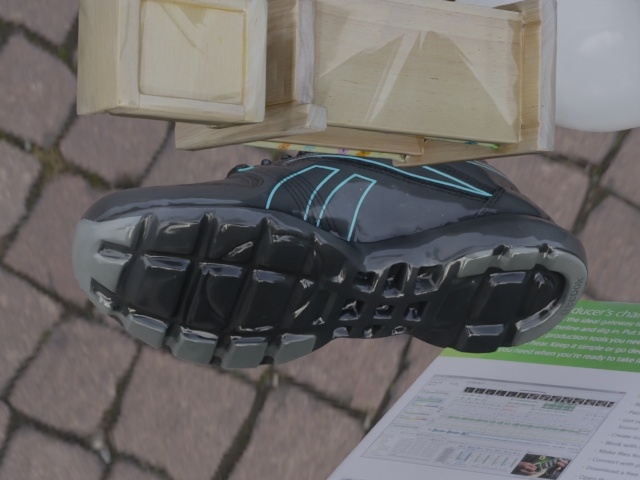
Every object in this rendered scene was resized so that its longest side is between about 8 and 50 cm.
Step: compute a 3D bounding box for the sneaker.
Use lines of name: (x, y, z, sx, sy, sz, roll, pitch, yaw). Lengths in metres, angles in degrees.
sneaker: (0.000, 0.000, 0.901, 0.267, 0.101, 0.106, 4, 41, -25)

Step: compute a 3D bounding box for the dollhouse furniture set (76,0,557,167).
dollhouse furniture set: (-0.015, -0.114, 0.650, 0.182, 0.101, 0.161, 4, 86, -34)

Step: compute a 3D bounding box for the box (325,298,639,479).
box: (0.113, 0.142, 0.952, 0.232, 0.058, 0.322, 3, 36, 42)

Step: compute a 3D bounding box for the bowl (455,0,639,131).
bowl: (0.104, -0.172, 0.962, 0.134, 0.298, 0.298, -26, 72, 17)
